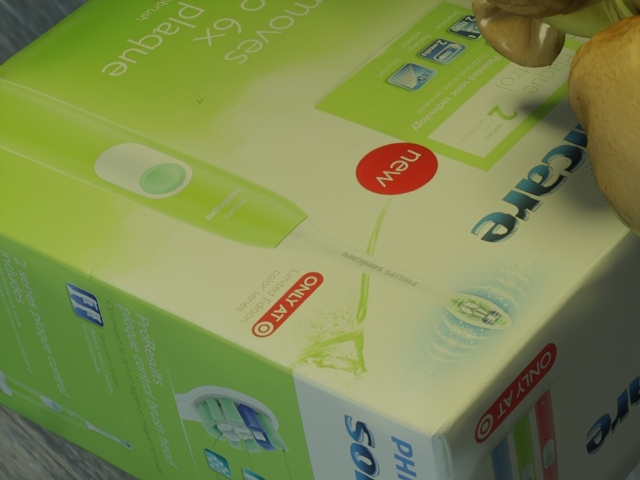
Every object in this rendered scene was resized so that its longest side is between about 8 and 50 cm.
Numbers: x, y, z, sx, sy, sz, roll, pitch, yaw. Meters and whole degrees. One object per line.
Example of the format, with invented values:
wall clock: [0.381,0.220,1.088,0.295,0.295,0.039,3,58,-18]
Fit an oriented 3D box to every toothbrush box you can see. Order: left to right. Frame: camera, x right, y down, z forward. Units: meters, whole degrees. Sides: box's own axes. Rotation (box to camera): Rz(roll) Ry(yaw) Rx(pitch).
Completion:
toothbrush box: [0.000,0.000,0.739,0.283,0.206,0.122,24,141,34]

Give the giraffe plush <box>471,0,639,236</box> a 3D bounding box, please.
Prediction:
giraffe plush: [0.110,-0.098,0.577,0.170,0.181,0.210,36,-177,35]
